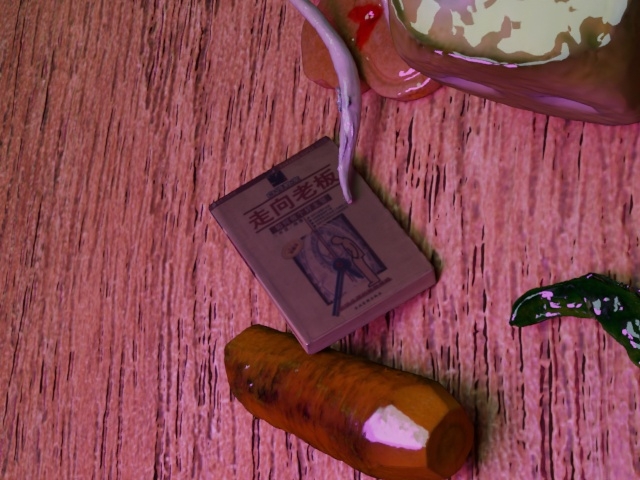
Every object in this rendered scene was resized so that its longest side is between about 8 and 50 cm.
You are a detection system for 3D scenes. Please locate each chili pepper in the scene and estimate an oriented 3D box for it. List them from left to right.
[{"bbox_3d":[0.258,0.069,1.329,0.182,0.050,0.073,20,99,44],"label":"chili pepper"}]

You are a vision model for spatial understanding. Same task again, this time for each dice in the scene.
[{"bbox_3d":[0.212,-0.244,1.301,0.233,0.227,0.238,16,90,25],"label":"dice"}]

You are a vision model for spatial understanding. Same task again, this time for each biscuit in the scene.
[{"bbox_3d":[0.110,-0.254,1.547,0.334,0.047,0.202,-17,68,38],"label":"biscuit"}]

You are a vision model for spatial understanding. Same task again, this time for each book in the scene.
[{"bbox_3d":[0.000,0.000,1.533,0.161,0.026,0.231,-30,53,-9],"label":"book"}]

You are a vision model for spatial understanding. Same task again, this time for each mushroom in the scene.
[{"bbox_3d":[0.004,-0.188,1.578,0.068,0.043,0.306,-51,53,50],"label":"mushroom"}]

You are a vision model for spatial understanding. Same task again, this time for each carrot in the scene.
[{"bbox_3d":[0.021,0.167,1.467,0.302,0.114,0.114,15,88,44],"label":"carrot"}]
